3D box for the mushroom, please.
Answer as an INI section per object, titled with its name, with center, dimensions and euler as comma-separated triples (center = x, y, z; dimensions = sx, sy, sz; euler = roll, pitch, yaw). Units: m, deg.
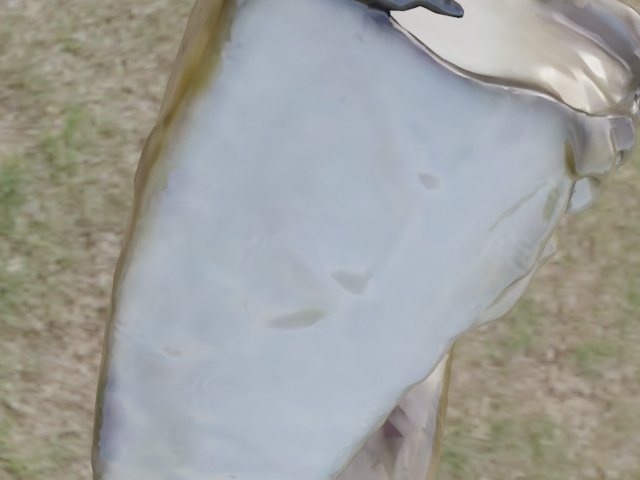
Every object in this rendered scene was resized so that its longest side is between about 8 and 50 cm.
[mushroom]
center = -0.010, -0.007, 0.998
dimensions = 0.224, 0.313, 0.397
euler = 16, 117, -15
